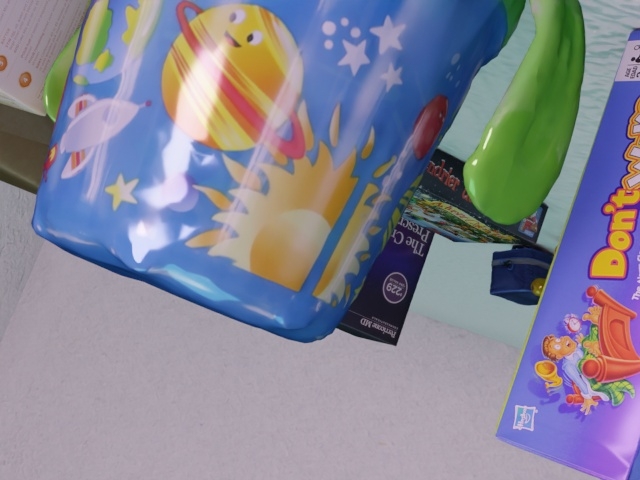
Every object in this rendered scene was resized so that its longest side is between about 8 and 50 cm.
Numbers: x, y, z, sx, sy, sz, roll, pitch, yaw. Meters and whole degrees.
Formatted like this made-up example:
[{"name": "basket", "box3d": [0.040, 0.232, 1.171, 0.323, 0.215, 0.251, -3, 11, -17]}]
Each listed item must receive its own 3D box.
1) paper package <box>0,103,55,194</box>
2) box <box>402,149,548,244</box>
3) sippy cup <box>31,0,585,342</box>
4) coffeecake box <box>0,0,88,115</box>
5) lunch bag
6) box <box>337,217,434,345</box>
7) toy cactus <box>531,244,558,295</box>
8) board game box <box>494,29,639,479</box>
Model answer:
[{"name": "paper package", "box3d": [-0.401, -0.186, 0.900, 0.310, 0.168, 0.325, 21, 174, 9]}, {"name": "box", "box3d": [0.096, -0.059, 0.899, 0.233, 0.044, 0.159, 24, 173, -21]}, {"name": "sippy cup", "box3d": [-0.033, -0.073, 0.459, 0.240, 0.224, 0.305, 22, 172, -12]}, {"name": "coffeecake box", "box3d": [-0.218, -0.180, 0.514, 0.068, 0.142, 0.185, 17, 171, 24]}, {"name": "lunch bag", "box3d": [0.259, 0.042, 1.090, 0.098, 0.065, 0.067, 19, 161, -41]}, {"name": "box", "box3d": [0.000, 0.000, 1.057, 0.261, 0.184, 0.103, 25, 172, -30]}, {"name": "toy cactus", "box3d": [0.351, 0.062, 0.961, 0.219, 0.112, 0.180, 29, 151, -34]}, {"name": "board game box", "box3d": [0.272, 0.058, 0.525, 0.347, 0.233, 0.078, 27, 170, -37]}]
